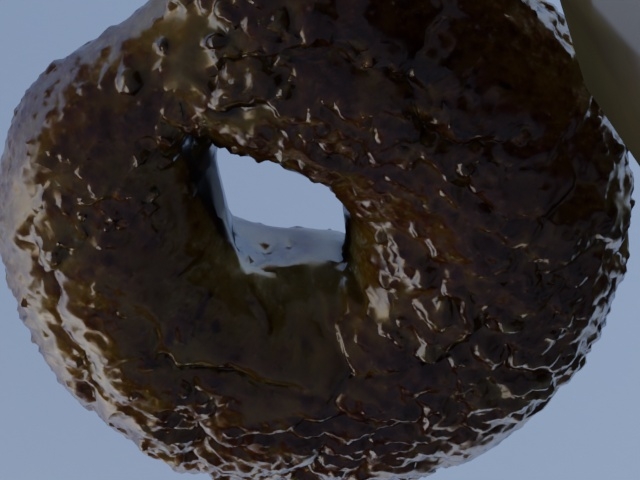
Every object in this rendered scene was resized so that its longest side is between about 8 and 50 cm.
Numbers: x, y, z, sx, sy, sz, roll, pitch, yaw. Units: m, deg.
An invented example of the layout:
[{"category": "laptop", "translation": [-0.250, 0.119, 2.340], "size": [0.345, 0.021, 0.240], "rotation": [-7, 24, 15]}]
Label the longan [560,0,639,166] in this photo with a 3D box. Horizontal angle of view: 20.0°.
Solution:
[{"category": "longan", "translation": [0.229, -0.143, 0.326], "size": [0.404, 0.404, 0.436], "rotation": [-1, -70, -24]}]

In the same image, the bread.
[{"category": "bread", "translation": [0.000, 0.000, 0.517], "size": [0.193, 0.064, 0.193], "rotation": [0, -53, -1]}]
